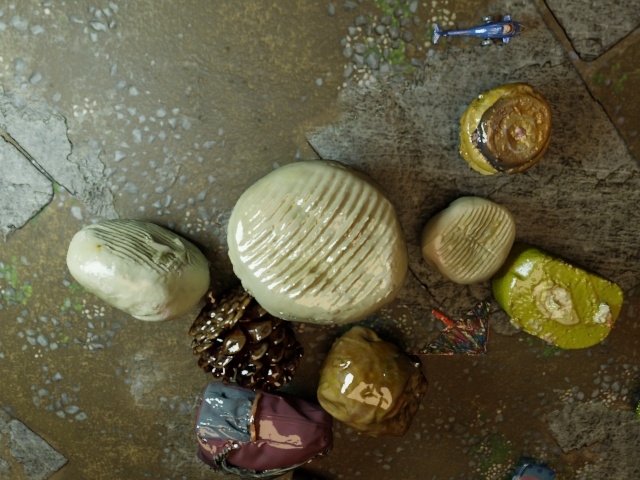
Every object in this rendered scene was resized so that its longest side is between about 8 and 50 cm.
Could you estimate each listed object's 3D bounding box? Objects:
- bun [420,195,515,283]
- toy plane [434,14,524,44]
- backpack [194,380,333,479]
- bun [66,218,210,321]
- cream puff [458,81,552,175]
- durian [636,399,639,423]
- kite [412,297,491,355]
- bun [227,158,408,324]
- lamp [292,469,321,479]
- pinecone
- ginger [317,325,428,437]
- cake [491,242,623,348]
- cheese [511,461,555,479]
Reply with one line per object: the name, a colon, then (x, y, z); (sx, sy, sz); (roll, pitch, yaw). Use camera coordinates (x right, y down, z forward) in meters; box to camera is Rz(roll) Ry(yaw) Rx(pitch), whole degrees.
bun: (0.308, -0.008, 1.068); (0.178, 0.128, 0.193); (38, 93, -12)
toy plane: (0.305, -0.403, 0.966); (0.168, 0.062, 0.053); (0, 109, 10)
backpack: (-0.127, 0.456, 1.171); (0.318, 0.197, 0.283); (9, 147, -6)
bun: (-0.361, 0.064, 1.010); (0.273, 0.273, 0.168); (26, 104, -9)
cream puff: (0.358, -0.213, 0.994); (0.189, 0.129, 0.188); (-2, 103, -8)
durian: (0.871, 0.417, 1.201); (0.199, 0.146, 0.159); (-11, 110, 6)
kite: (0.332, 0.225, 1.205); (0.189, 0.009, 0.232); (42, 104, -13)
bun: (0.000, 0.000, 1.014); (0.363, 0.234, 0.325); (14, 98, 1)
lamp: (-0.051, 0.741, 1.301); (0.198, 0.198, 0.243); (29, 83, -10)
pinecone: (-0.165, 0.214, 1.091); (0.224, 0.224, 0.272); (-31, 114, 10)
ginger: (0.109, 0.331, 1.145); (0.223, 0.200, 0.269); (20, 153, 25)
cake: (0.506, 0.123, 1.102); (0.261, 0.156, 0.179); (21, 101, -6)
cheese: (0.521, 0.709, 1.338); (0.189, 0.074, 0.285); (20, 106, -9)
